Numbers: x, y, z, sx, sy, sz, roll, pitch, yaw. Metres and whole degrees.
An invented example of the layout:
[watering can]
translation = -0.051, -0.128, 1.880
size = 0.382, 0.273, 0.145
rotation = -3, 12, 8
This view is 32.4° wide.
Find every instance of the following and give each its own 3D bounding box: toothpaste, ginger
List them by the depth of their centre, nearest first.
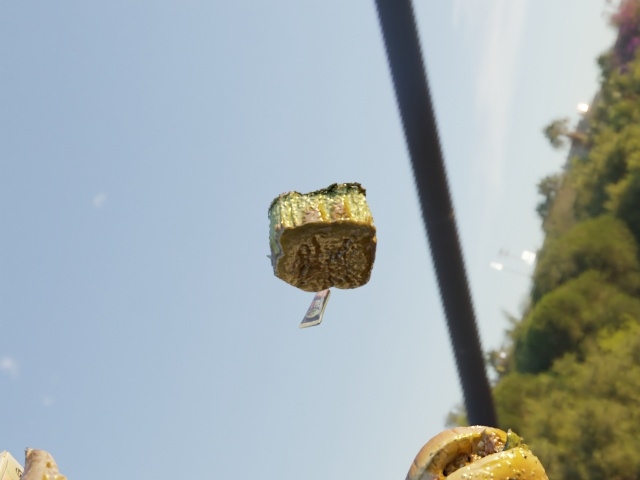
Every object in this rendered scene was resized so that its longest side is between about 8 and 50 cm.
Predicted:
[ginger]
translation = -0.437, 0.381, 1.462
size = 0.081, 0.147, 0.334
rotation = 67, -155, -11
[toothpaste]
translation = -0.004, 0.104, 1.745
size = 0.140, 0.037, 0.021
rotation = -63, -44, -65

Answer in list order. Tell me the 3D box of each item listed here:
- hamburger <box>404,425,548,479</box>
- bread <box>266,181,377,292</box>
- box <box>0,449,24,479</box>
[hamburger]
translation = 0.184, 0.323, 1.337
size = 0.118, 0.190, 0.182
rotation = -137, 34, -65
[bread]
translation = 0.000, 0.000, 1.281
size = 0.140, 0.127, 0.069
rotation = 90, 171, -53
[box]
translation = -0.478, 0.509, 1.801
size = 0.274, 0.091, 0.221
rotation = 56, -171, -22
